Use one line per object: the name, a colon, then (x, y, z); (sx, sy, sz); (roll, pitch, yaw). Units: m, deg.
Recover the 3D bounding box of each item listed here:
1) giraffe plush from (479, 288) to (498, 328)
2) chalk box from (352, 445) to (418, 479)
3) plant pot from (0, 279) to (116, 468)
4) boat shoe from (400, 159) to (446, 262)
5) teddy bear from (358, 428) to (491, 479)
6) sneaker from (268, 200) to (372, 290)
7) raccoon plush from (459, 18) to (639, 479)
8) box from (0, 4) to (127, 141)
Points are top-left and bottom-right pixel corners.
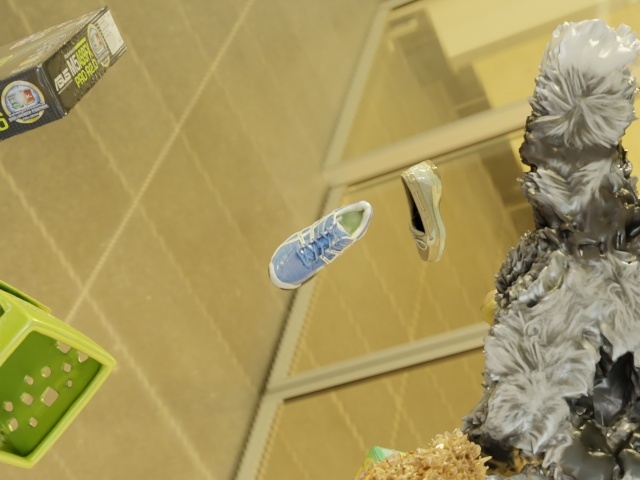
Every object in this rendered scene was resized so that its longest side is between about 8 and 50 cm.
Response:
giraffe plush: (0.320, 0.168, 1.697); (0.181, 0.210, 0.170); (-29, 130, -63)
chalk box: (0.131, 0.428, 1.978); (0.132, 0.213, 0.132); (20, 20, -26)
plant pot: (-0.494, 0.185, 1.863); (0.207, 0.227, 0.228); (37, -2, 35)
boat shoe: (0.128, -0.032, 1.558); (0.056, 0.048, 0.153); (52, -24, 44)
teddy bear: (0.091, 0.312, 0.911); (0.245, 0.113, 0.338); (-43, 112, -20)
sneaker: (0.000, 0.000, 1.948); (0.211, 0.081, 0.080); (-41, 86, -24)
raccoon plush: (0.244, 0.062, 1.088); (0.299, 0.216, 0.446); (88, 15, -81)
box: (-0.341, -0.160, 1.291); (0.270, 0.216, 0.060); (-77, 147, -66)
